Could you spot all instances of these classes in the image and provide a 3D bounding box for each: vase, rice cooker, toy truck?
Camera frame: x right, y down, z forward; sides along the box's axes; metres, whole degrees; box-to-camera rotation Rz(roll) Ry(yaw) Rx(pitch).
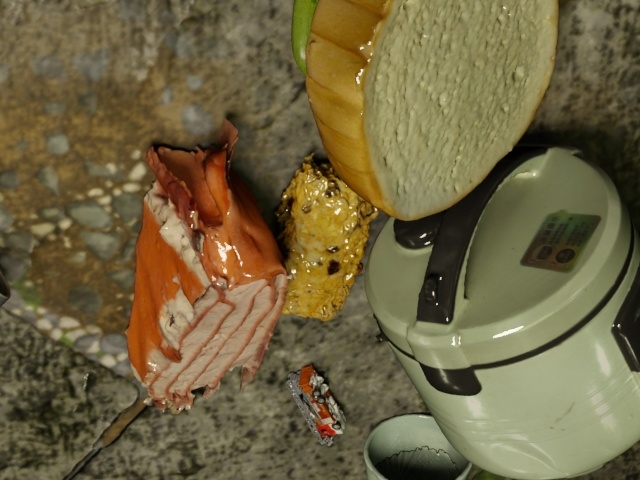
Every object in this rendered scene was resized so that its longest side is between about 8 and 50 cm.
[{"bbox_3d":[0.081,0.267,1.572,0.096,0.096,0.219,-8,129,-13],"label":"vase"},{"bbox_3d":[0.162,0.050,1.364,0.226,0.226,0.244,-30,124,4],"label":"rice cooker"},{"bbox_3d":[-0.002,0.143,1.495,0.032,0.024,0.083,-15,129,20],"label":"toy truck"}]

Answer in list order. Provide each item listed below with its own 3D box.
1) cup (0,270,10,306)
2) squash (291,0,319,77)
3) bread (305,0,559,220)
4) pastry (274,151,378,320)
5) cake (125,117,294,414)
[{"bbox_3d":[-0.279,0.041,1.307,0.077,0.078,0.100,-35,161,2],"label":"cup"},{"bbox_3d":[0.017,-0.197,1.233,0.066,0.066,0.201,-4,124,-16],"label":"squash"},{"bbox_3d":[0.081,-0.133,1.242,0.236,0.070,0.236,-28,132,-36],"label":"bread"},{"bbox_3d":[0.000,0.000,1.377,0.080,0.056,0.140,12,126,-17],"label":"pastry"},{"bbox_3d":[-0.088,0.050,1.353,0.098,0.135,0.287,-18,138,-24],"label":"cake"}]
